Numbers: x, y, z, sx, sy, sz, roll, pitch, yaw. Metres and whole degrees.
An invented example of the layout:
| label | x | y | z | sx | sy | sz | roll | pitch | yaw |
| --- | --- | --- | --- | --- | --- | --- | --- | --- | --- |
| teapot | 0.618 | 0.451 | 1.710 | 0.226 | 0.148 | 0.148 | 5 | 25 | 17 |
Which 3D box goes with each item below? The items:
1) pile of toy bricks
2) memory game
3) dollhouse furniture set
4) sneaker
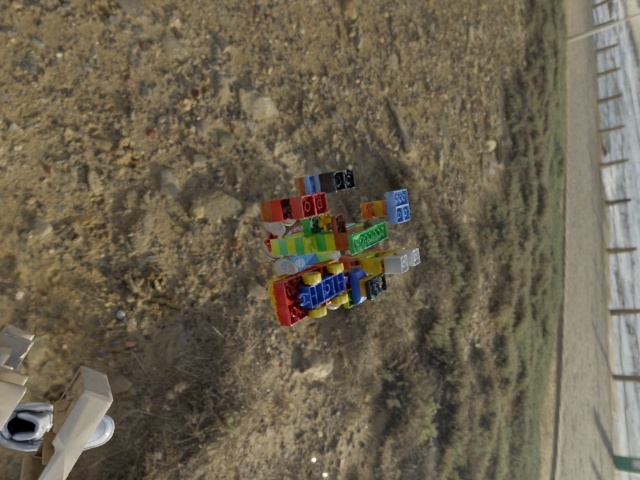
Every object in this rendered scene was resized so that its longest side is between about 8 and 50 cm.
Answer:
| label | x | y | z | sx | sy | sz | roll | pitch | yaw |
| --- | --- | --- | --- | --- | --- | --- | --- | --- | --- |
| pile of toy bricks | 0.000 | 0.000 | 0.412 | 0.212 | 0.105 | 0.118 | -18 | 101 | -55 |
| memory game | -0.004 | 0.016 | 0.657 | 0.186 | 0.012 | 0.186 | 22 | 44 | -22 |
| dollhouse furniture set | -0.709 | 0.363 | 0.973 | 0.394 | 0.362 | 0.257 | 34 | 79 | -30 |
| sneaker | -0.779 | 0.553 | 1.325 | 0.365 | 0.210 | 0.138 | 22 | 63 | -32 |
